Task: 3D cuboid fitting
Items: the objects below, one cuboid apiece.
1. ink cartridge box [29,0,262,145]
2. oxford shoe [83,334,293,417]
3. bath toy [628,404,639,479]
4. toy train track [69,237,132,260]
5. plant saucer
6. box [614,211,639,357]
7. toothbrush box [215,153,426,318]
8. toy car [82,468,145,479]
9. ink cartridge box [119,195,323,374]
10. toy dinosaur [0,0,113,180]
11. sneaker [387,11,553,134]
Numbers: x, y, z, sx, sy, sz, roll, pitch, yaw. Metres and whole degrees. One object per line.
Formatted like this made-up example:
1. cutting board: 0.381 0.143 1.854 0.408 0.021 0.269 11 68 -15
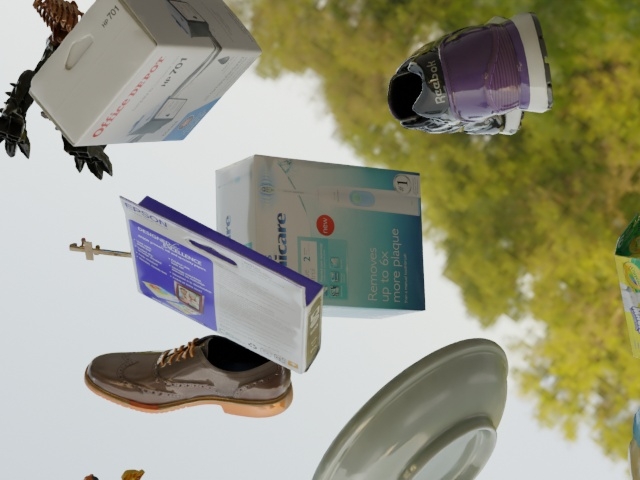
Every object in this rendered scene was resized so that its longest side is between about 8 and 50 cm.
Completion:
1. ink cartridge box: -0.167 -0.166 1.348 0.082 0.139 0.191 51 -155 12
2. oxford shoe: -0.228 0.212 2.374 0.364 0.132 0.130 2 -141 3
3. bath toy: 0.481 0.229 1.345 0.348 0.151 0.129 8 -126 -4
4. toy train track: -0.266 0.010 1.703 0.083 0.048 0.014 7 -119 -2
5. plant saucer: 0.161 0.329 2.122 0.100 0.400 0.400 45 -159 31
6. box: 0.389 0.040 1.611 0.043 0.179 0.105 10 -137 38
7. toothbrush box: 0.000 0.000 2.046 0.296 0.216 0.126 5 168 -32
8. toy car: -0.292 0.322 1.862 0.040 0.122 0.060 11 -136 -46
9. ink cartridge box: -0.095 0.035 1.382 0.206 0.045 0.208 26 155 12
10. toy dinosaur: -0.329 -0.213 1.817 0.164 0.218 0.322 5 152 31
11. sneaker: 0.116 -0.142 1.223 0.283 0.124 0.107 98 160 -88
